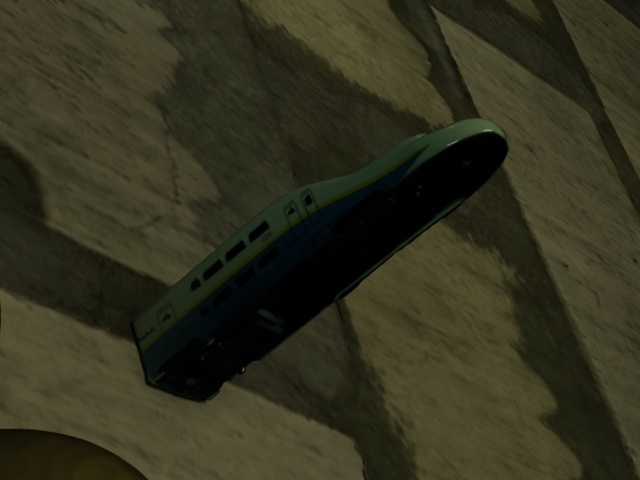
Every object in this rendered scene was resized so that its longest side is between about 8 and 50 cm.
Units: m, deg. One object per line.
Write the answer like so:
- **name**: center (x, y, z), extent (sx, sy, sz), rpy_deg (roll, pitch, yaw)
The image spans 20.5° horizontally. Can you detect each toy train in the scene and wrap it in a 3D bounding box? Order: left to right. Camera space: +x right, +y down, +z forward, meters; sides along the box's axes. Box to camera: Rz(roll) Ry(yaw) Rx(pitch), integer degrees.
- **toy train**: center (0.000, 0.000, 0.930), extent (0.052, 0.234, 0.051), rpy_deg (24, 34, -47)

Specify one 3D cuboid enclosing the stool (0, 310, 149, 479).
- **stool**: center (-0.136, 0.122, 0.591), extent (0.264, 0.179, 0.179), rpy_deg (54, 24, 4)
